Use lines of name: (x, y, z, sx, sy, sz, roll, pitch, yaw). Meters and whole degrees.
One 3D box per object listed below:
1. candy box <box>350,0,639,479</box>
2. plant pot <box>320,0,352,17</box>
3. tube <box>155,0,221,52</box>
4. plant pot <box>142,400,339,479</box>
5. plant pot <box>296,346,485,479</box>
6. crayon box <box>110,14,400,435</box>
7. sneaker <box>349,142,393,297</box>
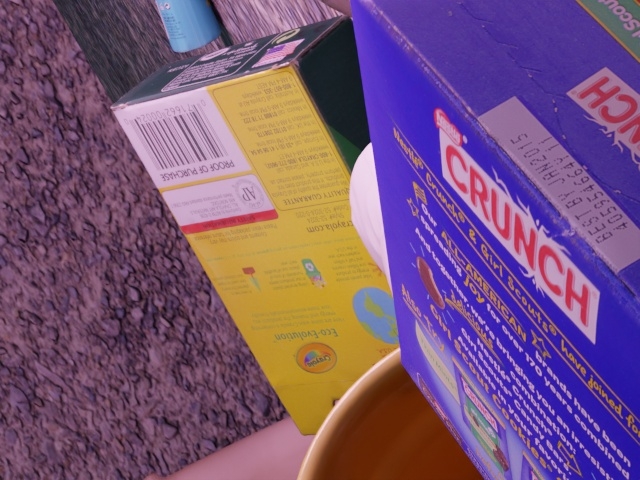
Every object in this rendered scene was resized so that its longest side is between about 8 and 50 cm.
candy box: (0.139, 0.043, 0.757, 0.268, 0.122, 0.317, 54, 167, 32)
plant pot: (0.012, -0.180, 0.852, 0.109, 0.109, 0.096, 53, -177, 33)
tube: (-0.156, -0.283, 1.610, 0.080, 0.052, 0.207, 33, 148, 60)
plant pot: (0.008, 0.281, 1.515, 0.323, 0.280, 0.323, 49, 172, 9)
plant pot: (0.141, 0.199, 1.024, 0.254, 0.254, 0.239, 53, -174, 31)
crayon box: (0.000, 0.000, 1.276, 0.202, 0.081, 0.319, -8, 118, 43)
sneaker: (0.109, 0.049, 1.143, 0.169, 0.108, 0.292, -110, -5, -46)
